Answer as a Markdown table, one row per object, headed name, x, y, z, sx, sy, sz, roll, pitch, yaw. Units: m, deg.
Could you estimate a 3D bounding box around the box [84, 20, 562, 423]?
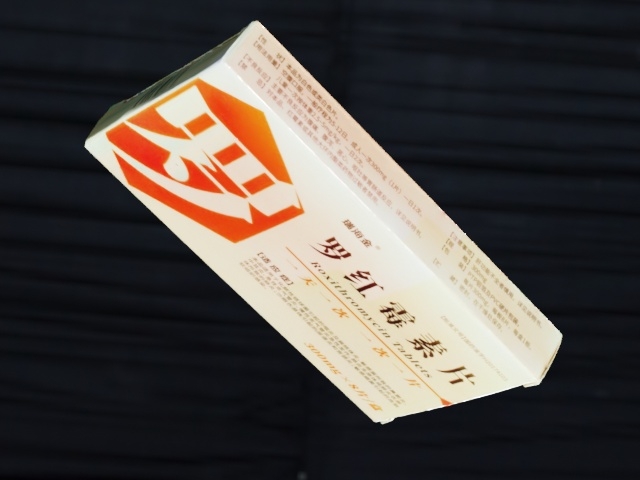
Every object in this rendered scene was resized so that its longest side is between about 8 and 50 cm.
| name | x | y | z | sx | sy | sz | roll | pitch | yaw |
| --- | --- | --- | --- | --- | --- | --- | --- | --- | --- |
| box | 0.000 | 0.000 | 0.394 | 0.058 | 0.093 | 0.015 | -24 | -153 | 52 |
